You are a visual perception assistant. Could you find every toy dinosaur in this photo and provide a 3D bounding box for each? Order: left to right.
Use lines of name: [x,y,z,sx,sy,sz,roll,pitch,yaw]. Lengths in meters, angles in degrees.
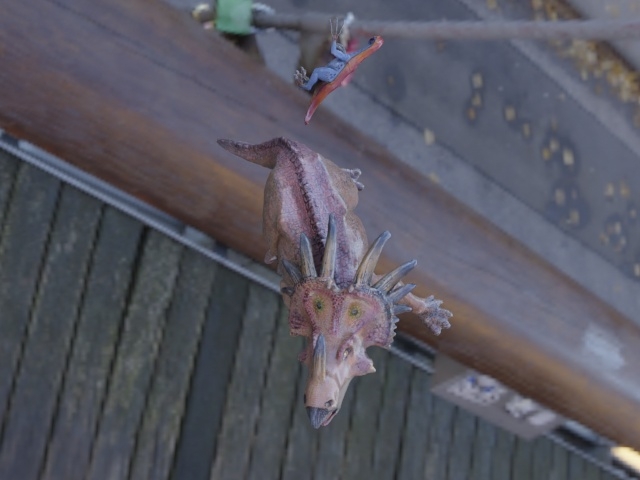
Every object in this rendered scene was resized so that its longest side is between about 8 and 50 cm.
toy dinosaur: [0.000,0.000,1.033,0.296,0.127,0.200,63,5,19]
toy dinosaur: [0.021,-0.157,1.155,0.047,0.082,0.090,-18,98,-74]
